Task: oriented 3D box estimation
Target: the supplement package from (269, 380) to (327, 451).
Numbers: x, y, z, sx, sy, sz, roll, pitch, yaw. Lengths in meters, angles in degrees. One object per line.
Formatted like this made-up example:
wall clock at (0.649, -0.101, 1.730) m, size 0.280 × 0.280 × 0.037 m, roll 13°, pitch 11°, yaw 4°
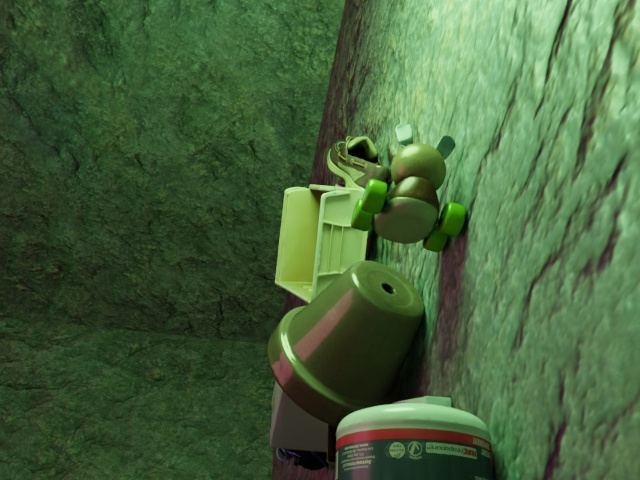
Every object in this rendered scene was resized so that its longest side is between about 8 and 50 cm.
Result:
supplement package at (-0.002, 0.357, 1.530) m, size 0.145 × 0.204 × 0.261 m, roll -94°, pitch 14°, yaw -54°

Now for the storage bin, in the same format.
storage bin at (0.000, 0.000, 1.539) m, size 0.262 × 0.123 × 0.260 m, roll -163°, pitch 78°, yaw -69°

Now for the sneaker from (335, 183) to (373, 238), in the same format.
sneaker at (0.084, -0.076, 1.689) m, size 0.252 × 0.103 × 0.111 m, roll -102°, pitch 22°, yaw -70°

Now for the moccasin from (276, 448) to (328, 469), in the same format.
moccasin at (-0.064, 0.553, 1.765) m, size 0.342 × 0.117 × 0.137 m, roll 72°, pitch -171°, yaw -45°

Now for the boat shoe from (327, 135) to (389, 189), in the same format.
boat shoe at (0.103, -0.204, 1.651) m, size 0.342 × 0.123 × 0.123 m, roll -107°, pitch 33°, yaw -63°

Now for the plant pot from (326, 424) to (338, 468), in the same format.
plant pot at (0.070, 0.423, 1.350) m, size 0.096 × 0.109 × 0.109 m, roll 85°, pitch -175°, yaw -51°

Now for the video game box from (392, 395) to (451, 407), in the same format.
video game box at (0.149, 0.348, 1.005) m, size 0.187 × 0.048 × 0.205 m, roll 112°, pitch 163°, yaw -72°

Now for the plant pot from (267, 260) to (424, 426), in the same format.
plant pot at (0.066, 0.168, 1.177) m, size 0.229 × 0.263 × 0.263 m, roll -58°, pitch 19°, yaw 29°

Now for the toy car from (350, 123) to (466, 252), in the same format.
toy car at (0.151, -0.099, 1.056) m, size 0.149 × 0.155 × 0.188 m, roll 117°, pitch 169°, yaw -68°

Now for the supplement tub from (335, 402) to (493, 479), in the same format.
supplement tub at (0.108, 0.342, 0.755) m, size 0.191 × 0.191 × 0.272 m, roll 110°, pitch 165°, yaw -61°
